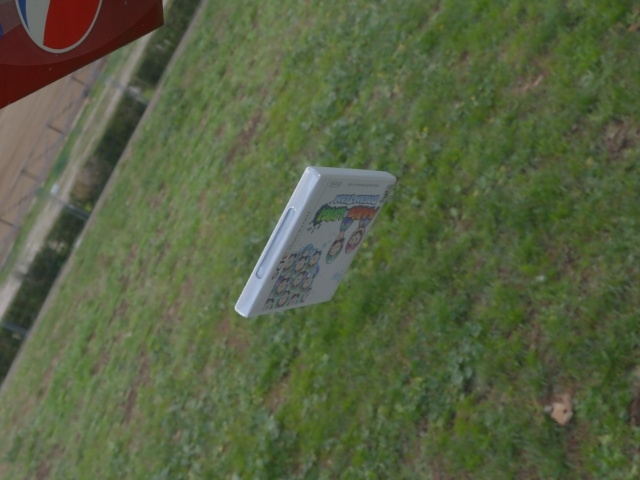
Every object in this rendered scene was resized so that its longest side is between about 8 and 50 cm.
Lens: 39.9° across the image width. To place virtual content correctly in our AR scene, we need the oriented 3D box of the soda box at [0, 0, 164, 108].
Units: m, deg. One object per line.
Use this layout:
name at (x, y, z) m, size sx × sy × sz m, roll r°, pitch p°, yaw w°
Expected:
soda box at (-0.166, -0.101, 0.360) m, size 0.263 × 0.083 × 0.092 m, roll -51°, pitch -31°, yaw -54°

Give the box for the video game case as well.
video game case at (0.000, 0.000, 0.801) m, size 0.019 × 0.157 × 0.143 m, roll 35°, pitch 108°, yaw 23°
